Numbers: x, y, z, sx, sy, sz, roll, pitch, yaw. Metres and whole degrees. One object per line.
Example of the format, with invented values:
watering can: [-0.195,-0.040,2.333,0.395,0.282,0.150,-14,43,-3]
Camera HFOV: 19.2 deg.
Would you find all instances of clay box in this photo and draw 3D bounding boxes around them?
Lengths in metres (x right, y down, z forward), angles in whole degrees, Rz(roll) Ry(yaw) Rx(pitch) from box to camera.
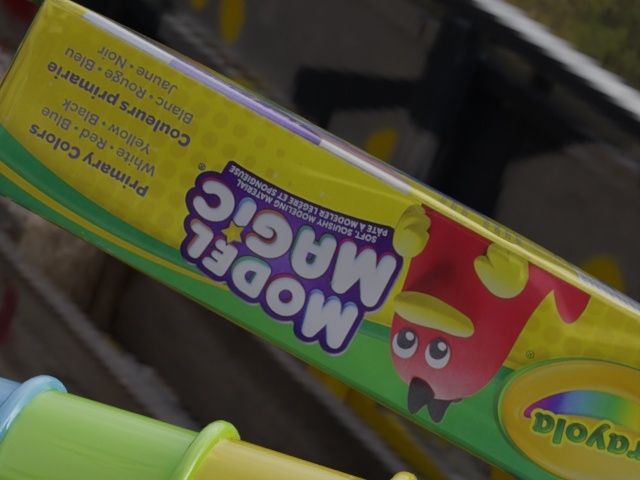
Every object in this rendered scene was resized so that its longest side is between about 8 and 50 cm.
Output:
clay box: [0.000,0.000,0.492,0.222,0.053,0.127,28,3,3]

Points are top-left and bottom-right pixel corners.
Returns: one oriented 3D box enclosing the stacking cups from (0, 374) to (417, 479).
stacking cups: [-0.127,0.070,0.635,0.316,0.096,0.096,19,23,14]
